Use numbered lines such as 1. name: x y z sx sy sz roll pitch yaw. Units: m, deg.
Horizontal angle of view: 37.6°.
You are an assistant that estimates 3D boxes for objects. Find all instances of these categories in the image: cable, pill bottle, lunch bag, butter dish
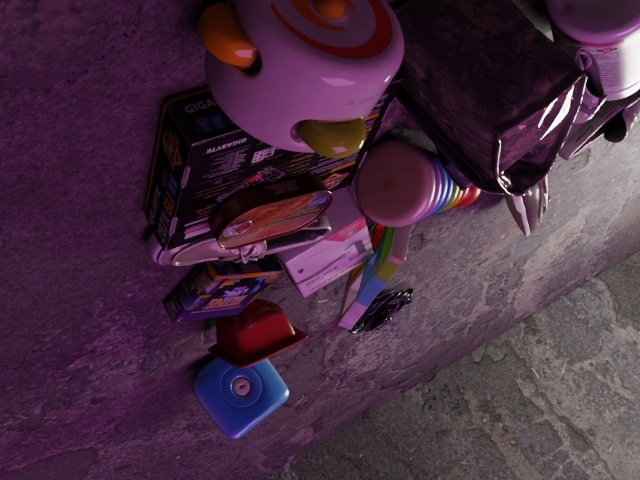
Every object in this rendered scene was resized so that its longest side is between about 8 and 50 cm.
1. cable: 0.146 0.166 2.300 0.184 0.047 0.150 -35 155 15
2. pill bottle: 0.430 -0.320 1.411 0.160 0.160 0.283 -35 159 8
3. lunch bag: 0.217 -0.196 1.287 0.169 0.235 0.287 -36 159 -4
4. butter dish: -0.131 0.157 1.788 0.160 0.118 0.160 -23 -162 -26

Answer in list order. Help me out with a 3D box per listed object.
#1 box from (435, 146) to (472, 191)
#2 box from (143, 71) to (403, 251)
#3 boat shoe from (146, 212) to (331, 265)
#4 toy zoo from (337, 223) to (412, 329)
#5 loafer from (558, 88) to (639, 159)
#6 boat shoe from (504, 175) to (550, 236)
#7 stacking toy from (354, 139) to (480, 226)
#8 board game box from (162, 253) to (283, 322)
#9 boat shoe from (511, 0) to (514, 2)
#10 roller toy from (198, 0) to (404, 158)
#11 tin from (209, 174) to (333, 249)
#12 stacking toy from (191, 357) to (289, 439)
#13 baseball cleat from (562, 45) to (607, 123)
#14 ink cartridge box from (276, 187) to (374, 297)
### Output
1. box: 0.291 -0.196 1.504 0.232 0.059 0.183 -39 -162 15
2. box: -0.068 -0.126 1.273 0.322 0.079 0.257 -21 159 -26
3. boat shoe: -0.114 -0.015 1.432 0.302 0.094 0.109 -20 157 -29
4. toy zoo: 0.101 0.043 1.785 0.293 0.030 0.192 123 -13 -50
5. loafer: 0.573 -0.244 1.857 0.319 0.111 0.112 -25 159 -18
6. boat shoe: 0.452 -0.093 2.038 0.091 0.109 0.305 -29 156 6
7. stacking toy: 0.191 -0.099 1.652 0.141 0.141 0.330 -41 164 24
8. board game box: -0.169 0.080 1.641 0.170 0.048 0.141 -4 144 -52
9. boat shoe: 0.245 -0.351 1.248 0.043 0.049 0.137 -29 164 0
10. roller toy: -0.018 -0.206 1.002 0.146 0.209 0.191 -55 -171 47
11. tin: -0.068 -0.040 1.312 0.189 0.040 0.106 -16 151 -37
12. stacking toy: -0.204 0.351 2.103 0.175 0.166 0.302 -36 174 -23
13. baseball cleat: 0.324 -0.261 1.341 0.072 0.206 0.109 -44 171 -29
14. ink cartridge box: 0.000 0.000 1.636 0.158 0.092 0.218 -31 162 -3
